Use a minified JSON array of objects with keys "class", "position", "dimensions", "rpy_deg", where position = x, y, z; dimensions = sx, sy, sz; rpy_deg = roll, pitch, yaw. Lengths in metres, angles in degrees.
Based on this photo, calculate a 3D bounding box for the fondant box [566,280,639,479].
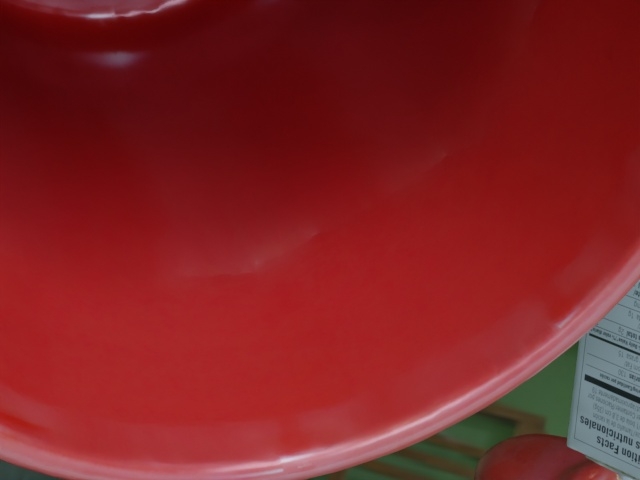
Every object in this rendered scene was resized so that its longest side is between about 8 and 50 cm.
[{"class":"fondant box","position":[0.299,-0.015,1.055],"dimensions":[0.238,0.096,0.330],"rpy_deg":[-11,114,-40]}]

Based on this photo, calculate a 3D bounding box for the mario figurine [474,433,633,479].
[{"class":"mario figurine","position":[0.236,0.306,1.250],"dimensions":[0.170,0.320,0.198],"rpy_deg":[-39,171,11]}]

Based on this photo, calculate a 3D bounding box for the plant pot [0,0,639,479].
[{"class":"plant pot","position":[-0.041,-0.102,0.467],"dimensions":[0.243,0.275,0.275],"rpy_deg":[-120,-164,-48]}]
